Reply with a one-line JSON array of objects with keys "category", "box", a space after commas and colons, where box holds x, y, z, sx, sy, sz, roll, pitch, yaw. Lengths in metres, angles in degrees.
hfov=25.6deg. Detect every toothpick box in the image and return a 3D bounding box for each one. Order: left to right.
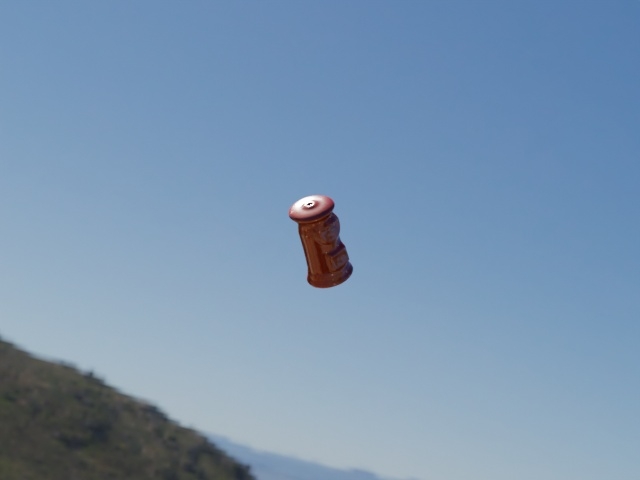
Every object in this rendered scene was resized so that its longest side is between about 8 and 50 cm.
[{"category": "toothpick box", "box": [0.000, 0.000, 1.342, 0.047, 0.047, 0.083, 8, -51, 33]}]
